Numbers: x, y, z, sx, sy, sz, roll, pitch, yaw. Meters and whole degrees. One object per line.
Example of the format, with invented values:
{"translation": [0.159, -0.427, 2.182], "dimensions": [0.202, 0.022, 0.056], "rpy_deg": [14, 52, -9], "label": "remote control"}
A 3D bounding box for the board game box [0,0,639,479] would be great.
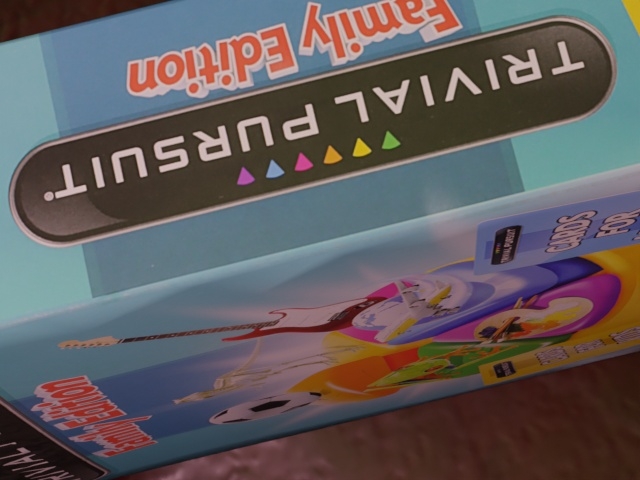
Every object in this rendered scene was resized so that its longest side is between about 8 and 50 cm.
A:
{"translation": [0.000, 0.000, 0.612], "dimensions": [0.336, 0.254, 0.079], "rpy_deg": [-14, 75, 2], "label": "board game box"}
